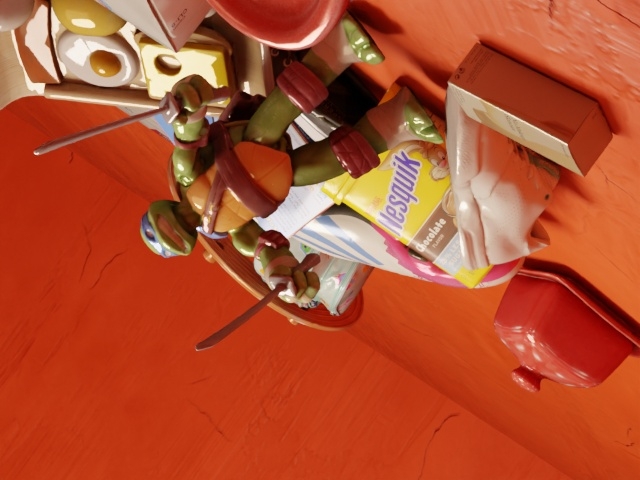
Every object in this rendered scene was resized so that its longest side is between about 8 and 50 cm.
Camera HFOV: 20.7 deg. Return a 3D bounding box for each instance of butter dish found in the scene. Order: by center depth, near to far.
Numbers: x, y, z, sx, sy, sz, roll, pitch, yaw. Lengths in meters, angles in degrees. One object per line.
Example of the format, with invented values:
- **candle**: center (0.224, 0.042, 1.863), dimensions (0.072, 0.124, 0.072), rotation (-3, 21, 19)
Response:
- **butter dish**: center (0.250, 0.110, 1.884), dimensions (0.160, 0.118, 0.160), rotation (39, 172, -17)

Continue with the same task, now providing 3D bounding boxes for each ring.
- **ring**: center (-0.076, -0.003, 2.341), dimensions (0.337, 0.032, 0.336), rotation (35, -155, -19)

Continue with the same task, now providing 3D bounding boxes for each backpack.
- **backpack**: center (0.000, 0.000, 2.139), dimensions (0.144, 0.166, 0.188), rotation (31, 175, 18)

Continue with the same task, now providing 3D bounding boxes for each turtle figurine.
- **turtle figurine**: center (-0.040, -0.054, 1.447), dimensions (0.198, 0.266, 0.275), rotation (55, -173, 13)

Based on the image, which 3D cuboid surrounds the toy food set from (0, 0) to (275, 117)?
- **toy food set**: center (-0.186, -0.172, 1.561), dimensions (0.306, 0.092, 0.219), rotation (8, 139, 13)

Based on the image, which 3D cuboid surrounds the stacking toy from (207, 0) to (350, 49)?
- **stacking toy**: center (-0.071, -0.290, 1.115), dimensions (0.309, 0.130, 0.279), rotation (30, 145, 19)

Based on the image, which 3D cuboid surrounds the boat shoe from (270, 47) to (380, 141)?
- **boat shoe**: center (-0.027, -0.165, 1.629), dimensions (0.228, 0.080, 0.076), rotation (43, 150, -20)

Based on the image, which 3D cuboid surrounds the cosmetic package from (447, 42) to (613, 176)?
- **cosmetic package**: center (0.157, -0.098, 1.313), dimensions (0.115, 0.041, 0.060), rotation (31, 171, 32)

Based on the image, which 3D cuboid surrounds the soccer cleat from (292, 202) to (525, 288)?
- **soccer cleat**: center (0.081, -0.022, 1.779), dimensions (0.331, 0.116, 0.143), rotation (19, 169, 33)

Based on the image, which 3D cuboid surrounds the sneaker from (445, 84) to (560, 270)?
- **sneaker**: center (0.155, -0.061, 1.472), dimensions (0.094, 0.080, 0.212), rotation (-7, 141, 5)

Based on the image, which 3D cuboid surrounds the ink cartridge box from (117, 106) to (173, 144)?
- **ink cartridge box**: center (-0.216, -0.196, 2.252), dimensions (0.127, 0.072, 0.175), rotation (35, 172, 13)

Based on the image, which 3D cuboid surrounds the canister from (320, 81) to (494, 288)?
- **canister**: center (0.102, -0.048, 1.595), dimensions (0.170, 0.126, 0.073), rotation (34, -143, -1)

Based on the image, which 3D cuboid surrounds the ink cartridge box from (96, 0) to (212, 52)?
- **ink cartridge box**: center (-0.155, -0.260, 1.384), dimensions (0.176, 0.128, 0.127), rotation (33, 172, 13)

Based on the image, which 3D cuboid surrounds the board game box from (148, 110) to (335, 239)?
- **board game box**: center (-0.096, -0.128, 1.726), dimensions (0.281, 0.027, 0.145), rotation (53, 131, -1)
